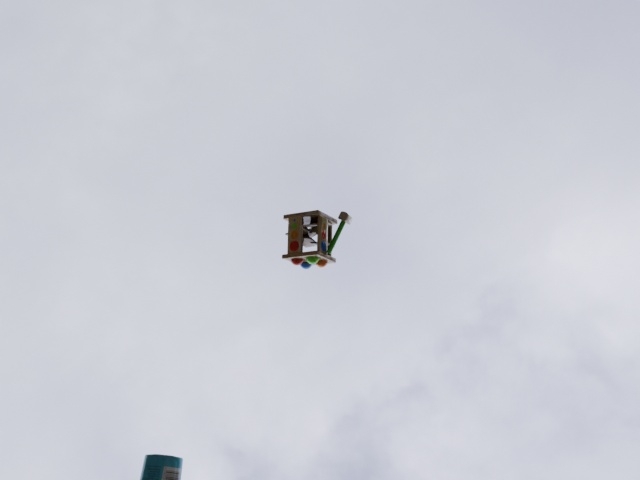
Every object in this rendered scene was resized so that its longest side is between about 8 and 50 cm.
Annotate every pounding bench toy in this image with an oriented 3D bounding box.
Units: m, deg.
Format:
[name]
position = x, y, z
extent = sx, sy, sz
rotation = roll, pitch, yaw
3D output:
[pounding bench toy]
position = 0.000, 0.000, 0.793
extent = 0.083, 0.052, 0.065
rotation = -8, -107, 29

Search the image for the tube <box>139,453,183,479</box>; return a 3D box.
[tube]
position = -0.224, 0.392, 0.829
extent = 0.080, 0.052, 0.206
rotation = 13, -118, -16
